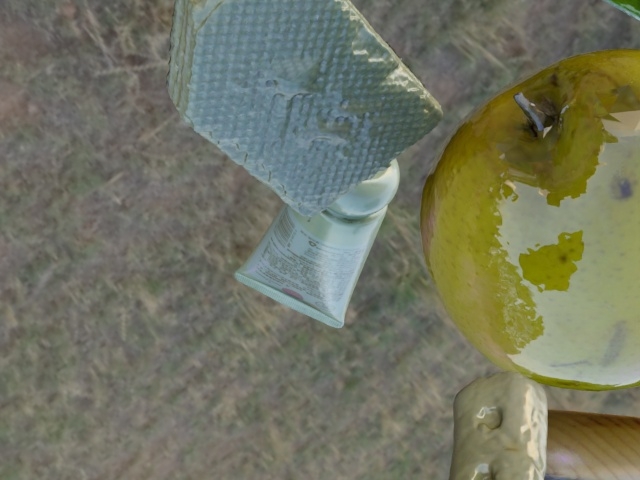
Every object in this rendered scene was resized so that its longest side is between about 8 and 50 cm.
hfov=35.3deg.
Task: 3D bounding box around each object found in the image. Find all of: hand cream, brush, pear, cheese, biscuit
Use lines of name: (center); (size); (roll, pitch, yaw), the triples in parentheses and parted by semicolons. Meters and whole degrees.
hand cream: (0.000, 0.000, 1.111); (0.306, 0.147, 0.093); (118, -3, -52)
brush: (0.273, 0.259, 1.009); (0.174, 0.166, 0.266); (18, 161, -29)
pear: (0.215, -0.032, 0.789); (0.284, 0.285, 0.336); (-30, 144, -19)
cheese: (0.108, 0.168, 0.629); (0.064, 0.194, 0.043); (-12, 132, 28)
biscuit: (-0.018, -0.115, 0.749); (0.150, 0.052, 0.252); (-34, 143, 13)

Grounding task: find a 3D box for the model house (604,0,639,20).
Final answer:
model house: (0.460, -0.439, 1.159); (0.358, 0.242, 0.313); (-67, -167, -4)
